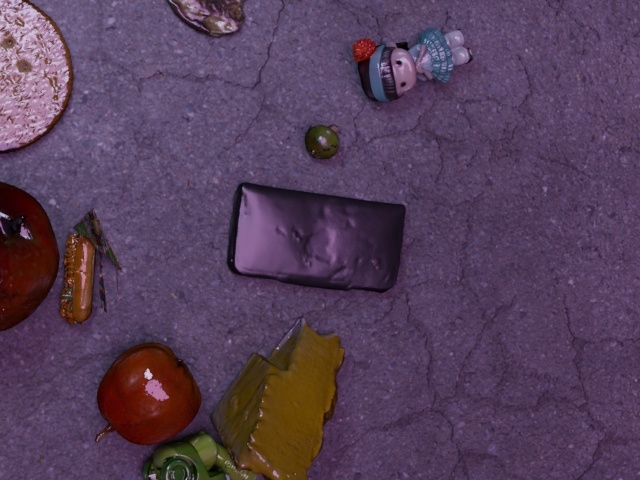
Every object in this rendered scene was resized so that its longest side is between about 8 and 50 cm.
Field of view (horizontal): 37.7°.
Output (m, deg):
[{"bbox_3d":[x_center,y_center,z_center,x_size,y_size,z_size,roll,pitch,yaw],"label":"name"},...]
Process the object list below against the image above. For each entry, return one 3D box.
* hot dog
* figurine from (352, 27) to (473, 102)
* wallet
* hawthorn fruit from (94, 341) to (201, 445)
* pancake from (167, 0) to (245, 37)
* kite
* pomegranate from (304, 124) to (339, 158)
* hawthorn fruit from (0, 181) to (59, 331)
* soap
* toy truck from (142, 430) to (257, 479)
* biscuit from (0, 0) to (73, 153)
[{"bbox_3d":[-0.463,0.068,1.785,0.055,0.072,0.188,0,96,-37],"label":"hot dog"},{"bbox_3d":[0.184,-0.371,1.919,0.245,0.110,0.138,-22,99,-18],"label":"figurine"},{"bbox_3d":[0.000,0.000,1.928,0.377,0.051,0.197,7,91,-18],"label":"wallet"},{"bbox_3d":[-0.343,0.309,1.791,0.225,0.196,0.196,-40,105,1],"label":"hawthorn fruit"},{"bbox_3d":[-0.166,-0.534,1.837,0.286,0.033,0.288,19,90,-19],"label":"pancake"},{"bbox_3d":[-0.411,0.037,1.752,0.006,0.244,0.198,-21,145,7],"label":"kite"},{"bbox_3d":[0.003,-0.206,1.904,0.073,0.073,0.085,13,56,-17],"label":"pomegranate"},{"bbox_3d":[-0.608,0.025,1.622,0.316,0.316,0.316,-2,96,-16],"label":"hawthorn fruit"},{"bbox_3d":[-0.044,0.312,1.795,0.169,0.338,0.304,38,86,-18],"label":"soap"},{"bbox_3d":[-0.242,0.465,1.863,0.210,0.148,0.187,-43,102,-29],"label":"toy truck"},{"bbox_3d":[-0.608,-0.309,1.724,0.305,0.038,0.305,-2,96,-16],"label":"biscuit"}]
